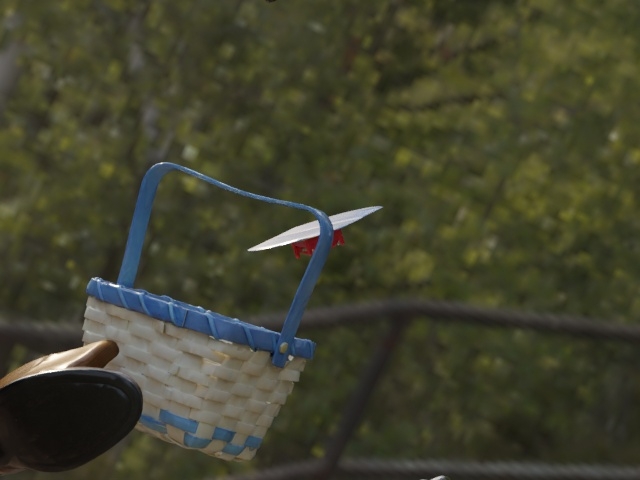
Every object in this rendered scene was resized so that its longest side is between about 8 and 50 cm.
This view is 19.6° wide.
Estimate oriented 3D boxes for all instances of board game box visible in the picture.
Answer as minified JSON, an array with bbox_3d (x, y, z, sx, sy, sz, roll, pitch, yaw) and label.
[{"bbox_3d":[0.000,0.000,2.186,0.133,0.033,0.169,-13,8,32],"label":"board game box"}]

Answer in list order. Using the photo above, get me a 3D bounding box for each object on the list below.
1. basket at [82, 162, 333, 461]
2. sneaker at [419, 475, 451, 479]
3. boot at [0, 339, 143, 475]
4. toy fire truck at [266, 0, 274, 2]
[{"bbox_3d":[-0.131,0.075,2.013,0.255,0.289,0.201,20,4,36],"label":"basket"},{"bbox_3d":[0.076,0.285,1.581,0.094,0.208,0.081,-4,30,10],"label":"sneaker"},{"bbox_3d":[-0.249,0.157,1.790,0.096,0.264,0.280,61,19,-3],"label":"boot"},{"bbox_3d":[-0.020,-0.362,2.089,0.158,0.217,0.246,55,-4,-18],"label":"toy fire truck"}]
